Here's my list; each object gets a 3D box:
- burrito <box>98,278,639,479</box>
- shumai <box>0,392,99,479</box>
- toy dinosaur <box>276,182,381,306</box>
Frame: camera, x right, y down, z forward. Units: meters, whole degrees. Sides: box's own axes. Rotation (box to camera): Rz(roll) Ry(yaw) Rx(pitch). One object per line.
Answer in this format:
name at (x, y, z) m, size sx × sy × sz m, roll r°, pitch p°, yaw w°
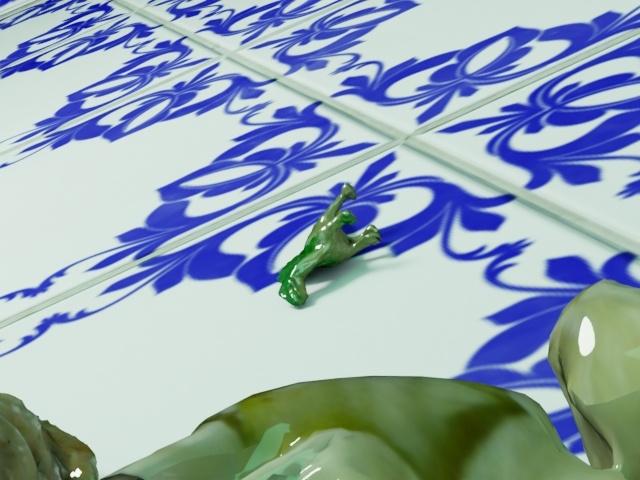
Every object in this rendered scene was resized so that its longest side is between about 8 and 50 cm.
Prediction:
burrito at (0.082, 0.099, 0.292) m, size 0.190 × 0.135 × 0.332 m, roll -25°, pitch 16°, yaw -19°
shumai at (-0.194, 0.100, 0.632) m, size 0.201 × 0.120 × 0.201 m, roll -18°, pitch 21°, yaw 7°
toy dinosaur at (0.000, 0.000, 0.848) m, size 0.060 × 0.029 × 0.119 m, roll -37°, pitch 14°, yaw 9°
